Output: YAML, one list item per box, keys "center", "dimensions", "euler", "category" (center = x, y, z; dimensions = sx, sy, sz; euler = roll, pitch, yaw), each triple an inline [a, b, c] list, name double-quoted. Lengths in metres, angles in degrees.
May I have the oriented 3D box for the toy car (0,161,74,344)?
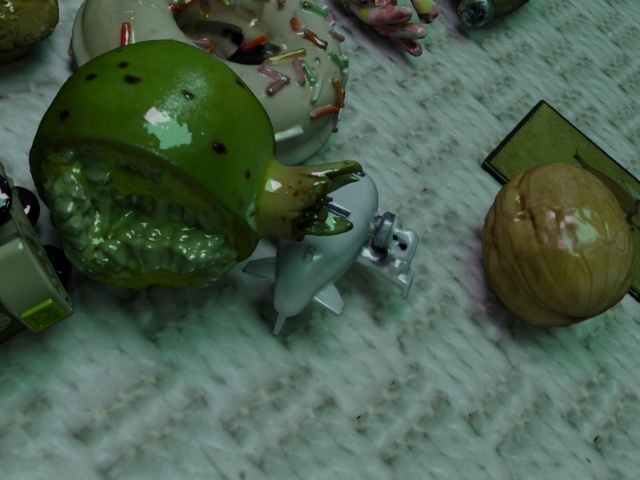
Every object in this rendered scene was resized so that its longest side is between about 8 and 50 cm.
- center: [-0.362, 0.001, 0.700]
  dimensions: [0.198, 0.204, 0.248]
  euler: [-29, 71, -14]
  category: "toy car"

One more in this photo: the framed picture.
- center: [0.447, -0.074, 1.256]
  dimensions: [0.338, 0.014, 0.255]
  euler: [42, 49, 6]
  category: "framed picture"

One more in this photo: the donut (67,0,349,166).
- center: [-0.131, -0.253, 1.009]
  dimensions: [0.382, 0.142, 0.383]
  euler: [13, 53, -18]
  category: "donut"

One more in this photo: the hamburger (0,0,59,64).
- center: [-0.450, -0.324, 0.902]
  dimensions: [0.265, 0.134, 0.285]
  euler: [-7, 62, -29]
  category: "hamburger"

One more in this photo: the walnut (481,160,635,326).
- center: [0.311, 0.004, 1.007]
  dimensions: [0.195, 0.195, 0.222]
  euler: [12, 53, -19]
  category: "walnut"

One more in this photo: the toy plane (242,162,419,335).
- center: [0.000, 0.000, 0.911]
  dimensions: [0.244, 0.117, 0.245]
  euler: [10, 46, -10]
  category: "toy plane"

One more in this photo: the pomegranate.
- center: [-0.129, -0.066, 0.774]
  dimensions: [0.340, 0.260, 0.260]
  euler: [8, 52, -3]
  category: "pomegranate"

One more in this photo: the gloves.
- center: [0.101, -0.409, 1.262]
  dimensions: [0.145, 0.126, 0.241]
  euler: [-16, 87, -57]
  category: "gloves"

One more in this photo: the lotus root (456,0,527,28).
- center: [0.342, -0.515, 1.430]
  dimensions: [0.175, 0.175, 0.349]
  euler: [39, 48, 3]
  category: "lotus root"
